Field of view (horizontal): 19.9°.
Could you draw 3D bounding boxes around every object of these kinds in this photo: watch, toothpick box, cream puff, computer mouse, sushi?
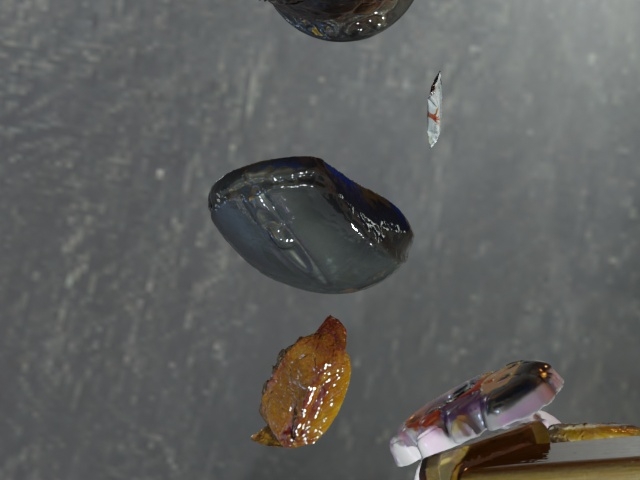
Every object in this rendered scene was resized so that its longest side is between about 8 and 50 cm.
[{"bbox_3d":[0.226,0.284,2.227,0.231,0.244,0.196,62,20,0],"label":"watch"},{"bbox_3d":[0.273,0.249,1.559,0.190,0.308,0.187,-8,88,-52],"label":"toothpick box"},{"bbox_3d":[0.306,0.252,1.954,0.150,0.165,0.115,81,10,-85],"label":"cream puff"},{"bbox_3d":[0.000,0.000,1.799,0.270,0.138,0.086,29,51,-54],"label":"computer mouse"},{"bbox_3d":[-0.016,0.117,1.436,0.052,0.055,0.120,-15,135,-39],"label":"sushi"}]

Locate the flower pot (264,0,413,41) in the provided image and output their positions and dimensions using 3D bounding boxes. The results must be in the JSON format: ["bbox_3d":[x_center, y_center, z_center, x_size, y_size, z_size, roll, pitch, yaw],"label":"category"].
[{"bbox_3d":[0.015,-0.352,2.034,0.267,0.267,0.266,73,34,-77],"label":"flower pot"}]

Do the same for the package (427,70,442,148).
[{"bbox_3d":[0.138,-0.155,2.191,0.110,0.015,0.037,85,25,-53],"label":"package"}]
